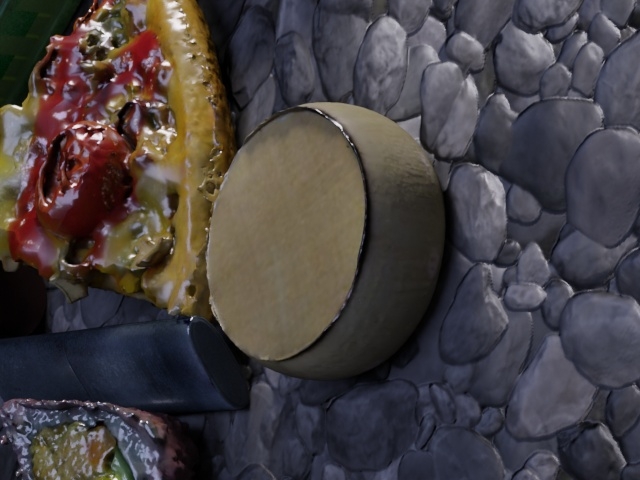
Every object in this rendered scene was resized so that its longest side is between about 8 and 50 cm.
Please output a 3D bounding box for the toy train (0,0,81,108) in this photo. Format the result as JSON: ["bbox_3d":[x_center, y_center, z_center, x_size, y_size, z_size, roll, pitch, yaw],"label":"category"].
[{"bbox_3d":[-0.386,-0.276,2.013,0.120,0.202,0.301,44,115,25],"label":"toy train"}]

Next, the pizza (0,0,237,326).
[{"bbox_3d":[-0.270,-0.066,1.820,0.406,0.130,0.440,-23,60,22],"label":"pizza"}]

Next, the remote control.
[{"bbox_3d":[-0.220,0.135,1.793,0.377,0.044,0.107,-9,112,48],"label":"remote control"}]

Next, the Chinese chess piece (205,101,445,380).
[{"bbox_3d":[0.000,0.000,1.563,0.250,0.103,0.249,-16,68,47],"label":"Chinese chess piece"}]

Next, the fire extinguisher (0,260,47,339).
[{"bbox_3d":[-0.458,0.109,2.054,0.337,0.114,0.135,-21,76,44],"label":"fire extinguisher"}]

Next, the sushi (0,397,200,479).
[{"bbox_3d":[-0.225,0.242,1.734,0.241,0.107,0.161,2,81,33],"label":"sushi"}]
